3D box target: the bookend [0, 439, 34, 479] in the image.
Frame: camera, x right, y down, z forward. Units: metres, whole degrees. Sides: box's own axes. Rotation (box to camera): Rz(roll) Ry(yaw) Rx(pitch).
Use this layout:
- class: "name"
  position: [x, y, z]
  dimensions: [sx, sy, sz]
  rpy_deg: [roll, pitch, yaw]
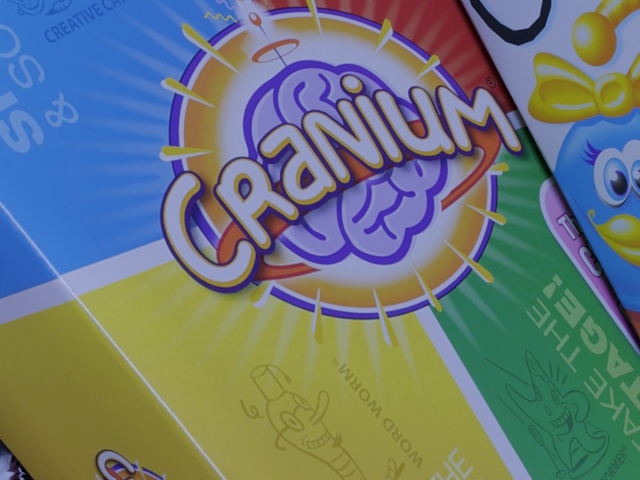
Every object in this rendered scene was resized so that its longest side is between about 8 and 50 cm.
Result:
- class: "bookend"
  position: [-0.166, 0.083, 0.500]
  dimensions: [0.157, 0.072, 0.156]
  rpy_deg: [-3, 79, -12]

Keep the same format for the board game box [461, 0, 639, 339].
- class: "board game box"
  position: [0.156, -0.074, 0.520]
  dimensions: [0.142, 0.144, 0.275]
  rpy_deg: [-14, 73, -44]

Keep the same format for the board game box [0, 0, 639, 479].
- class: "board game box"
  position: [0.000, 0.000, 0.487]
  dimensions: [0.316, 0.064, 0.242]
  rpy_deg: [51, 41, -4]
